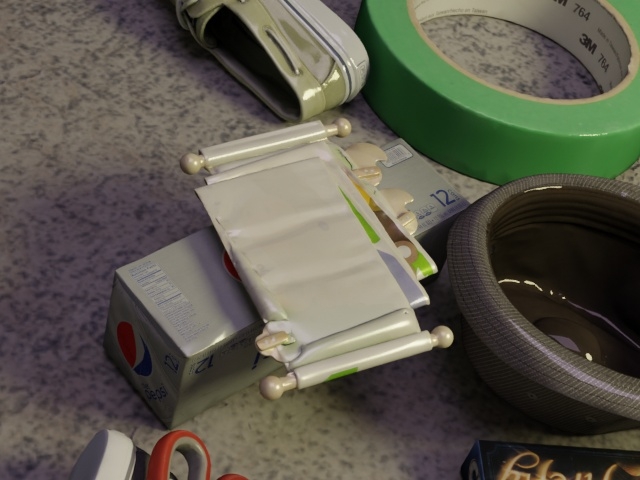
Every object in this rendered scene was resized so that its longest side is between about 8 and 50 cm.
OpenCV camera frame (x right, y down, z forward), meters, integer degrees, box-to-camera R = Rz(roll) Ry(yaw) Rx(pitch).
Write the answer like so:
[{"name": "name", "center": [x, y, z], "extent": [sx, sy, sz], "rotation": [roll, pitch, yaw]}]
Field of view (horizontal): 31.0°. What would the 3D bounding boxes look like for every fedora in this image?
[{"name": "fedora", "center": [0.220, 0.068, 0.893], "extent": [0.276, 0.124, 0.243], "rotation": [14, 45, -2]}]

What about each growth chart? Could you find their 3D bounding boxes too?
[{"name": "growth chart", "center": [0.000, 0.000, 0.832], "extent": [0.172, 0.021, 0.237], "rotation": [-8, 52, -24]}]

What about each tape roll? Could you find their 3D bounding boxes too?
[{"name": "tape roll", "center": [0.193, -0.188, 1.162], "extent": [0.321, 0.077, 0.321], "rotation": [8, 46, -8]}]

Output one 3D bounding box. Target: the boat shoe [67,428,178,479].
[{"name": "boat shoe", "center": [-0.135, 0.222, 0.693], "extent": [0.076, 0.080, 0.228], "rotation": [32, 38, -20]}]

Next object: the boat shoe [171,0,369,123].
[{"name": "boat shoe", "center": [-0.088, -0.228, 1.101], "extent": [0.302, 0.109, 0.094], "rotation": [39, 52, 17]}]

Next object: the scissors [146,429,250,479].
[{"name": "scissors", "center": [-0.067, 0.252, 0.680], "extent": [0.109, 0.021, 0.297], "rotation": [40, 34, -39]}]

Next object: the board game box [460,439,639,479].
[{"name": "board game box", "center": [0.230, 0.226, 0.804], "extent": [0.243, 0.042, 0.165], "rotation": [5, 47, -11]}]

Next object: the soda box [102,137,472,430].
[{"name": "soda box", "center": [-0.021, 0.026, 0.884], "extent": [0.286, 0.098, 0.091], "rotation": [-27, 62, -33]}]
